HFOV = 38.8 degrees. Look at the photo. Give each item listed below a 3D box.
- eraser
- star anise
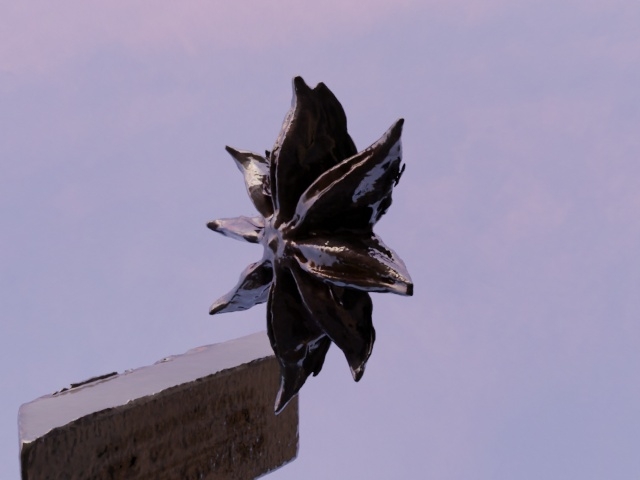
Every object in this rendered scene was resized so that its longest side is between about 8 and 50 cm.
[{"bbox_3d":[-0.118,0.158,0.744,0.077,0.352,0.111,2,-84,34],"label":"eraser"},{"bbox_3d":[0.000,0.000,0.566,0.061,0.181,0.204,0,-103,-42],"label":"star anise"}]
